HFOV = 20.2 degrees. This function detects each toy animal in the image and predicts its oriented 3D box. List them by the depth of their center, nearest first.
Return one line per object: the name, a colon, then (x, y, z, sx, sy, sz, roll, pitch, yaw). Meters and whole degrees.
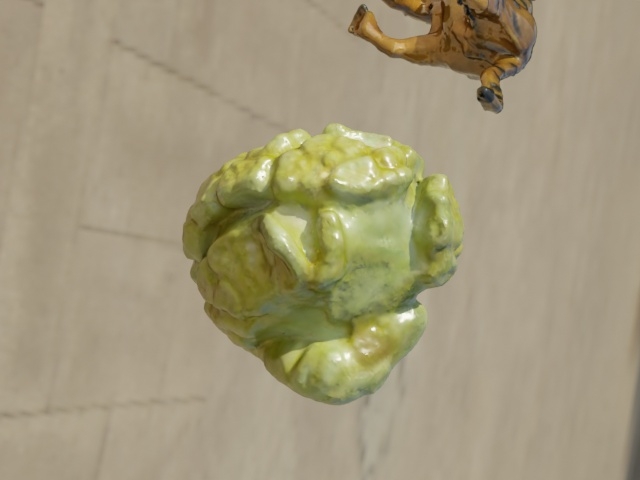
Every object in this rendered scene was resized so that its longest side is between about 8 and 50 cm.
toy animal: (0.092, -0.127, 1.038, 0.114, 0.116, 0.255, -55, -164, 33)

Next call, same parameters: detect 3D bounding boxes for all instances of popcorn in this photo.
popcorn: (0.000, 0.000, 0.910, 0.141, 0.135, 0.162, 115, -6, -52)
